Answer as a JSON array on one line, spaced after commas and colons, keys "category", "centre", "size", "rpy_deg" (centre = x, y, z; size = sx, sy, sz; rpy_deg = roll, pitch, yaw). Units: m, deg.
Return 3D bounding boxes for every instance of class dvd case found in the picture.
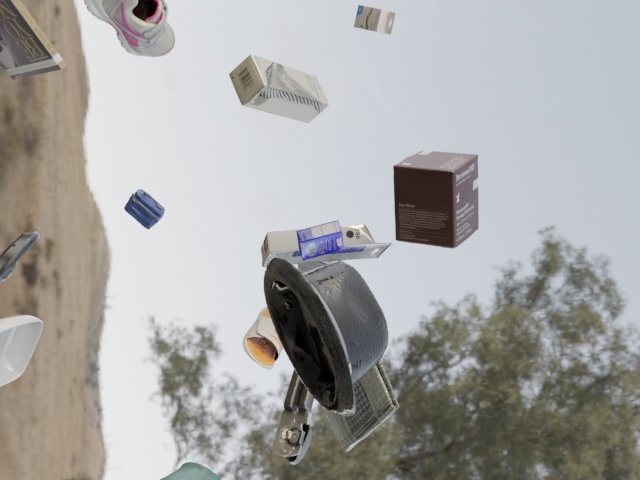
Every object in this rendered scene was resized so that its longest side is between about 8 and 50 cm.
[{"category": "dvd case", "centre": [-0.507, -0.352, 1.285], "size": [0.164, 0.018, 0.221], "rpy_deg": [3, -45, 44]}]

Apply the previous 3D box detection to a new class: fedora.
[{"category": "fedora", "centre": [0.025, 0.158, 1.554], "size": [0.334, 0.152, 0.334], "rpy_deg": [49, -26, 33]}]

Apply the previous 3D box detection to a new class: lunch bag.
[{"category": "lunch bag", "centre": [-0.439, -0.084, 2.067], "size": [0.065, 0.098, 0.067], "rpy_deg": [-44, -162, 10]}]

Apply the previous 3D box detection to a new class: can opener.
[{"category": "can opener", "centre": [-0.049, 0.418, 2.079], "size": [0.095, 0.076, 0.283], "rpy_deg": [65, 35, -50]}]

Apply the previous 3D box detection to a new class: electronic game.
[{"category": "electronic game", "centre": [-0.724, 0.065, 1.874], "size": [0.048, 0.229, 0.229], "rpy_deg": [46, -19, -16]}]

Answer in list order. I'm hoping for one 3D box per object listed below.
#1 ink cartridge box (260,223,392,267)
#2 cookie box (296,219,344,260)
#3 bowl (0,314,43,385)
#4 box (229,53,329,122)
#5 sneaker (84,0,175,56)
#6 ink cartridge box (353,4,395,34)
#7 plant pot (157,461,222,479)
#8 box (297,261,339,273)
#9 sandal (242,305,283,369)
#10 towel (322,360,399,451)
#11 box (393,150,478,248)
[{"category": "ink cartridge box", "centre": [0.011, 0.013, 2.219], "size": [0.165, 0.333, 0.065], "rpy_deg": [124, -39, -70]}, {"category": "cookie box", "centre": [0.000, 0.000, 2.008], "size": [0.092, 0.107, 0.040], "rpy_deg": [84, -10, -60]}, {"category": "bowl", "centre": [-0.580, 0.196, 1.493], "size": [0.053, 0.142, 0.142], "rpy_deg": [33, -73, 17]}, {"category": "box", "centre": [-0.107, -0.403, 2.216], "size": [0.094, 0.275, 0.113], "rpy_deg": [-36, -112, 31]}, {"category": "sneaker", "centre": [-0.344, -0.427, 1.604], "size": [0.111, 0.252, 0.103], "rpy_deg": [12, -97, 22]}, {"category": "ink cartridge box", "centre": [0.113, -0.463, 1.732], "size": [0.083, 0.028, 0.048], "rpy_deg": [23, -72, 38]}, {"category": "plant pot", "centre": [-0.390, 0.766, 2.295], "size": [0.272, 0.255, 0.271], "rpy_deg": [19, -49, 23]}, {"category": "box", "centre": [0.001, 0.095, 2.498], "size": [0.072, 0.126, 0.137], "rpy_deg": [-60, 156, -46]}, {"category": "sandal", "centre": [-0.133, 0.233, 2.193], "size": [0.076, 0.102, 0.265], "rpy_deg": [-48, -167, 26]}, {"category": "towel", "centre": [0.078, 0.407, 2.395], "size": [0.312, 0.056, 0.324], "rpy_deg": [-53, -128, 46]}, {"category": "box", "centre": [0.294, -0.107, 2.092], "size": [0.167, 0.168, 0.203], "rpy_deg": [9, -66, 31]}]
